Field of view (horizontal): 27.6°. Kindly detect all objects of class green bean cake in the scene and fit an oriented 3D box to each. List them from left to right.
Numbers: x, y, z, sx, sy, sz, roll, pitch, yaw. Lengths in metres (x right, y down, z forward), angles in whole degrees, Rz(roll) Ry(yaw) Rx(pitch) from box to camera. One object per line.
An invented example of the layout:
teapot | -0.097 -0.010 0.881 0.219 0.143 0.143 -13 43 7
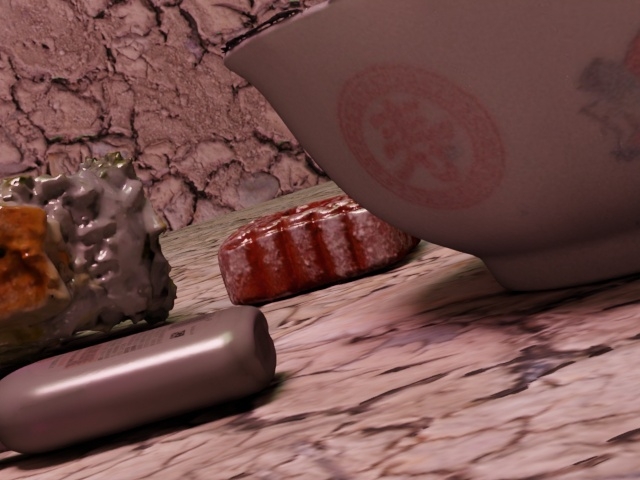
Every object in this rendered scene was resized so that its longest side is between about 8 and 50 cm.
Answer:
green bean cake | 0.000 0.000 0.950 0.136 0.056 0.135 -16 6 12

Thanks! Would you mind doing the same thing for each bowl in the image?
bowl | 0.136 -0.069 0.644 0.345 0.157 0.345 -17 5 2

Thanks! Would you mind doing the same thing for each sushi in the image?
sushi | -0.213 0.019 0.958 0.184 0.139 0.274 -16 4 -17

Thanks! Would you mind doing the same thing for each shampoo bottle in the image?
shampoo bottle | -0.103 0.068 0.581 0.165 0.040 0.080 -17 5 5
